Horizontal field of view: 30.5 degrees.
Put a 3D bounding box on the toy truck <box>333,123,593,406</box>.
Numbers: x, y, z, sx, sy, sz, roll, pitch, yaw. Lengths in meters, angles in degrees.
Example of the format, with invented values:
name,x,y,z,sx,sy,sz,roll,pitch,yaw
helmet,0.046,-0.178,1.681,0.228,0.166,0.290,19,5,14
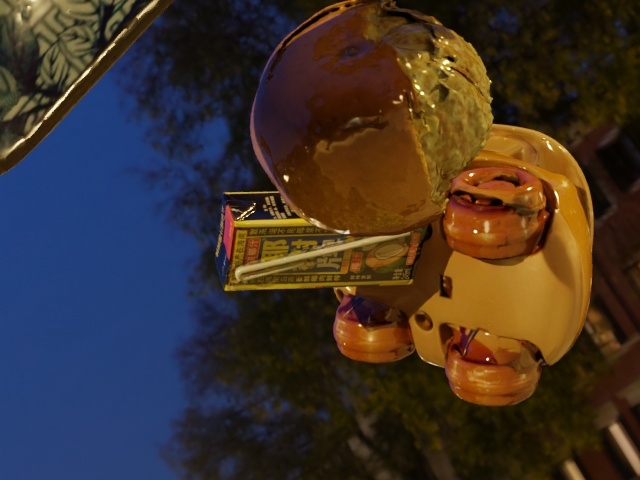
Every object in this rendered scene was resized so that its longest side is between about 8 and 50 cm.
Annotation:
name,x,y,z,sx,sy,sz,roll,pitch,yaw
toy truck,0.127,0.008,1.087,0.212,0.288,0.204,-26,-60,-47

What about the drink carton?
name,x,y,z,sx,sy,sz,roll,pitch,yaw
drink carton,0.000,0.000,0.969,0.166,0.056,0.071,-3,-56,-18

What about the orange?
name,x,y,z,sx,sy,sz,roll,pitch,yaw
orange,0.033,-0.073,0.728,0.157,0.156,0.134,-26,-36,-9

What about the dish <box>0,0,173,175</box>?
name,x,y,z,sx,sy,sz,roll,pitch,yaw
dish,-0.127,-0.174,0.520,0.243,0.182,0.080,-44,15,8
